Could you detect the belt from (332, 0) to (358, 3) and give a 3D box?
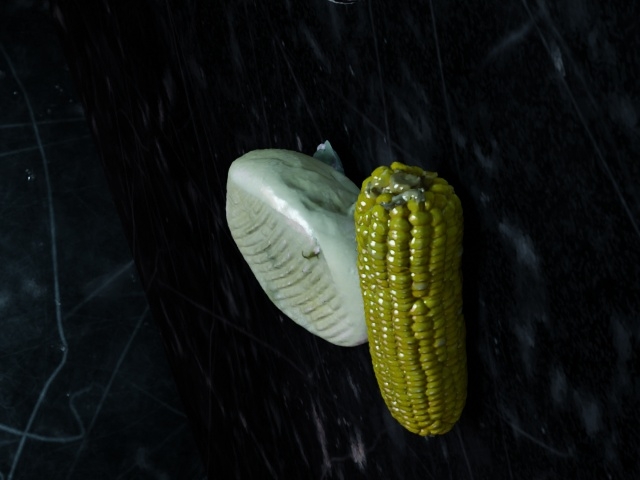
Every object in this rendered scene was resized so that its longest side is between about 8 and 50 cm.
[{"bbox_3d":[-0.020,-0.375,1.469,0.094,0.126,0.359,-10,103,65],"label":"belt"}]

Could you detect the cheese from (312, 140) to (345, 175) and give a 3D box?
[{"bbox_3d":[0.009,-0.058,1.870,0.120,0.026,0.067,91,157,-50],"label":"cheese"}]

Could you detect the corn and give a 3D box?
[{"bbox_3d":[0.084,0.062,1.606,0.102,0.102,0.313,-124,23,-46],"label":"corn"}]

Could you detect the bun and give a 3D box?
[{"bbox_3d":[0.000,0.000,1.801,0.237,0.116,0.210,53,158,11],"label":"bun"}]
